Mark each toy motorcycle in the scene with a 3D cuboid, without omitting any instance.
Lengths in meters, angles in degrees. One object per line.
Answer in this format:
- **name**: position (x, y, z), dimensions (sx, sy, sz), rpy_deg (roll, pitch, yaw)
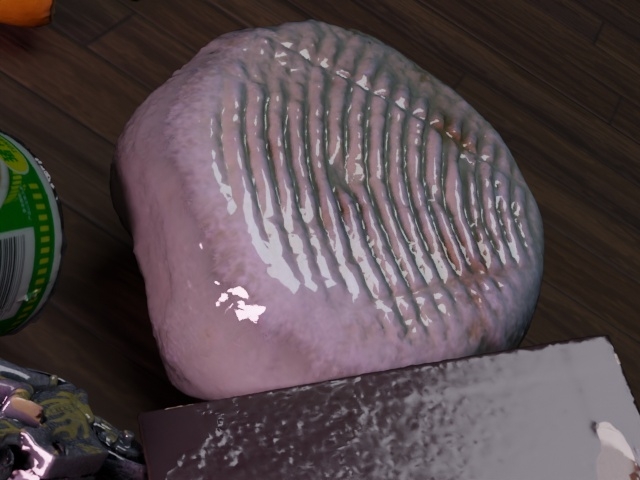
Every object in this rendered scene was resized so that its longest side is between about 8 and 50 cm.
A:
- **toy motorcycle**: position (-0.188, 0.111, 0.943), dimensions (0.124, 0.061, 0.193), rpy_deg (35, 11, 29)

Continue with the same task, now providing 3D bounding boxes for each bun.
- **bun**: position (0.005, 0.002, 1.165), dimensions (0.354, 0.194, 0.354), rpy_deg (18, 50, -23)

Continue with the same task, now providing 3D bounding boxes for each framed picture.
- **framed picture**: position (0.066, 0.183, 0.948), dimensions (0.324, 0.013, 0.244), rpy_deg (-8, 55, -11)

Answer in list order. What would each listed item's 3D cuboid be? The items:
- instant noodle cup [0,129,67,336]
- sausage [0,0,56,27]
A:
- **instant noodle cup**: position (-0.277, 0.003, 0.922), dimensions (0.207, 0.207, 0.233), rpy_deg (44, 24, 20)
- **sausage**: position (-0.387, -0.291, 1.334), dimensions (0.354, 0.116, 0.134), rpy_deg (21, 45, -14)
